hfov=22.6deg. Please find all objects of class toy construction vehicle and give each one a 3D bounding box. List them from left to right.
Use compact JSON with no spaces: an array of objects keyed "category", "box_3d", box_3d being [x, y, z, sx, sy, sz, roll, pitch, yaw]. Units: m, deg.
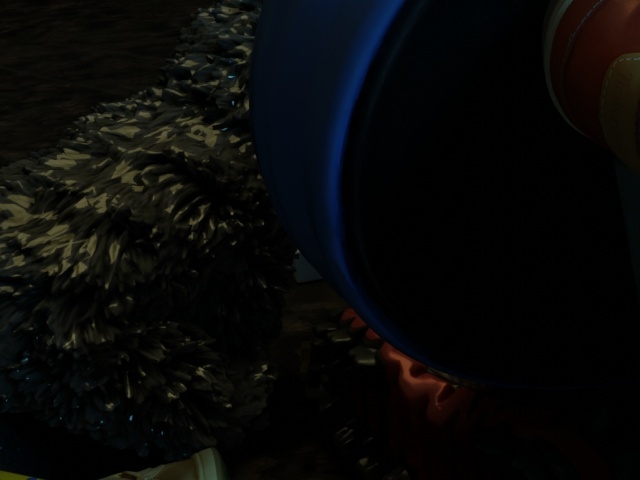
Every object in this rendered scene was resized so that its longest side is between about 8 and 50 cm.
[{"category":"toy construction vehicle","box_3d":[0.028,0.080,1.081,0.086,0.035,0.098,-3,19,9]}]

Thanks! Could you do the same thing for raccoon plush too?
[{"category":"raccoon plush","box_3d":[-0.119,-0.038,0.939,0.216,0.299,0.446,28,16,27]}]

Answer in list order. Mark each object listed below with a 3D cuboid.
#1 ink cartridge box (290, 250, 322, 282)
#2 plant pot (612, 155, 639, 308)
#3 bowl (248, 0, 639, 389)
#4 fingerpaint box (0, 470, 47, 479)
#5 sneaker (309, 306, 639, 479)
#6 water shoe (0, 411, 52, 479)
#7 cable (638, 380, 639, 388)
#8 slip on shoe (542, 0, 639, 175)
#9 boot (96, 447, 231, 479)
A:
[{"category":"ink cartridge box","box_3d":[0.000,0.000,1.333,0.063,0.029,0.115,-10,18,-8]},{"category":"plant pot","box_3d":[0.290,0.088,0.645,0.248,0.252,0.247,-13,19,-17]},{"category":"bowl","box_3d":[0.165,-0.080,0.732,0.391,0.391,0.077,-11,45,-14]},{"category":"fingerpaint box","box_3d":[-0.282,0.231,0.552,0.371,0.163,0.445,6,23,31]},{"category":"sneaker","box_3d":[0.101,0.099,0.912,0.135,0.097,0.276,-17,24,-28]},{"category":"water shoe","box_3d":[-0.218,0.125,1.013,0.080,0.073,0.203,-30,17,5]},{"category":"cable","box_3d":[0.236,0.072,1.054,0.139,0.072,0.287,-31,14,-17]},{"category":"slip on shoe","box_3d":[0.253,-0.081,0.600,0.331,0.123,0.101,-10,33,-1]},{"category":"boot","box_3d":[-0.122,0.158,0.780,0.165,0.077,0.213,-14,-5,-16]}]
